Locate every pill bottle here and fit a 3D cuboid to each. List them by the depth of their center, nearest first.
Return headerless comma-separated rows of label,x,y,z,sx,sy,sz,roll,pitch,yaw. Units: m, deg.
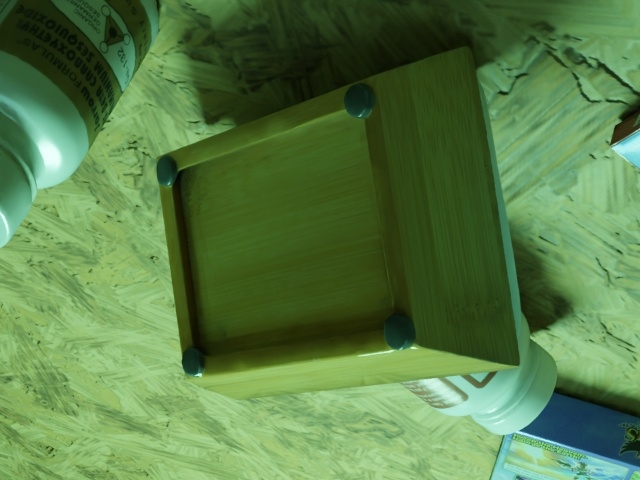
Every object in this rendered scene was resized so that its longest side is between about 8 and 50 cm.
pill bottle,-0.222,-0.112,0.801,0.131,0.229,0.131,15,146,11
pill bottle,0.106,0.080,0.968,0.216,0.121,0.121,38,144,-21

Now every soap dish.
soap dish,0.000,0.000,0.825,0.291,0.229,0.118,-14,171,42

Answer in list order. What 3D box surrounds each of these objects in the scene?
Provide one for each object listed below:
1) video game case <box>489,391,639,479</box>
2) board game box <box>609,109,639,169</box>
video game case,0.319,0.267,1.153,0.269,0.061,0.244,16,147,11
board game box,0.335,-0.088,0.685,0.145,0.027,0.281,33,145,-16
